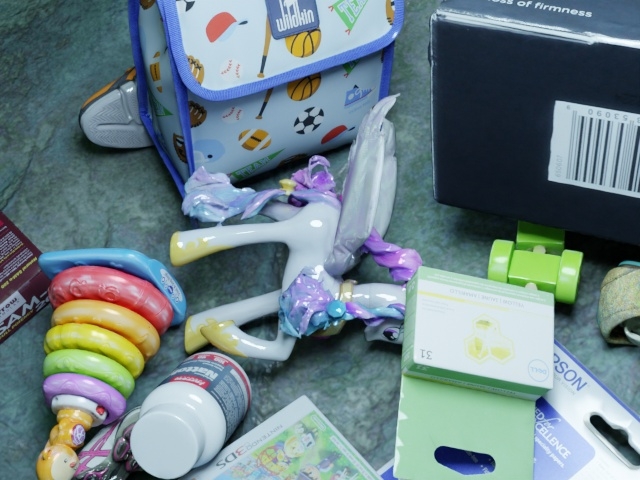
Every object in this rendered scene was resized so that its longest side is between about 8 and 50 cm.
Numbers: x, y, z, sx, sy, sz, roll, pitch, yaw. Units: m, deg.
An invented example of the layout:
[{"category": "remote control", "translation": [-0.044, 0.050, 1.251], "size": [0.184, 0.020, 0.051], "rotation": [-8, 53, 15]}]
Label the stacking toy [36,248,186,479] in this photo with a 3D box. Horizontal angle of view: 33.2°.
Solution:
[{"category": "stacking toy", "translation": [-0.289, 0.167, 1.336], "size": [0.165, 0.175, 0.302], "rotation": [-1, 54, 19]}]

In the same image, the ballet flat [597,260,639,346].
[{"category": "ballet flat", "translation": [0.490, 0.108, 1.244], "size": [0.348, 0.123, 0.123], "rotation": [10, 60, 32]}]

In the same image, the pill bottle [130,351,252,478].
[{"category": "pill bottle", "translation": [-0.155, 0.210, 1.281], "size": [0.107, 0.180, 0.108], "rotation": [3, 103, 11]}]

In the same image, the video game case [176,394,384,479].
[{"category": "video game case", "translation": [-0.037, 0.295, 1.230], "size": [0.193, 0.023, 0.212], "rotation": [-32, 46, -17]}]

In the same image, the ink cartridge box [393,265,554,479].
[{"category": "ink cartridge box", "translation": [0.175, 0.158, 1.205], "size": [0.171, 0.056, 0.235], "rotation": [12, 61, -10]}]

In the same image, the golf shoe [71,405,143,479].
[{"category": "golf shoe", "translation": [-0.274, 0.285, 1.349], "size": [0.186, 0.067, 0.086], "rotation": [-40, 26, -8]}]

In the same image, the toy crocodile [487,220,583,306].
[{"category": "toy crocodile", "translation": [0.287, -0.005, 1.391], "size": [0.115, 0.105, 0.341], "rotation": [9, 56, 15]}]

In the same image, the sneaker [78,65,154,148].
[{"category": "sneaker", "translation": [-0.244, -0.265, 1.664], "size": [0.321, 0.125, 0.180], "rotation": [-26, 52, -18]}]

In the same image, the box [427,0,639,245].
[{"category": "box", "translation": [0.433, -0.246, 1.325], "size": [0.479, 0.297, 0.472], "rotation": [13, 47, 20]}]

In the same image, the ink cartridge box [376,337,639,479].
[{"category": "ink cartridge box", "translation": [0.250, 0.306, 1.214], "size": [0.307, 0.072, 0.303], "rotation": [-35, 56, -13]}]

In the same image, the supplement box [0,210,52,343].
[{"category": "supplement box", "translation": [-0.488, 0.023, 1.547], "size": [0.130, 0.073, 0.239], "rotation": [-42, 58, -14]}]

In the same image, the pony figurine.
[{"category": "pony figurine", "translation": [0.000, 0.000, 1.370], "size": [0.363, 0.303, 0.351], "rotation": [1, 90, 9]}]

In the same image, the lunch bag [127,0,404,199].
[{"category": "lunch bag", "translation": [-0.075, -0.270, 1.422], "size": [0.327, 0.385, 0.239], "rotation": [-21, 56, -20]}]
